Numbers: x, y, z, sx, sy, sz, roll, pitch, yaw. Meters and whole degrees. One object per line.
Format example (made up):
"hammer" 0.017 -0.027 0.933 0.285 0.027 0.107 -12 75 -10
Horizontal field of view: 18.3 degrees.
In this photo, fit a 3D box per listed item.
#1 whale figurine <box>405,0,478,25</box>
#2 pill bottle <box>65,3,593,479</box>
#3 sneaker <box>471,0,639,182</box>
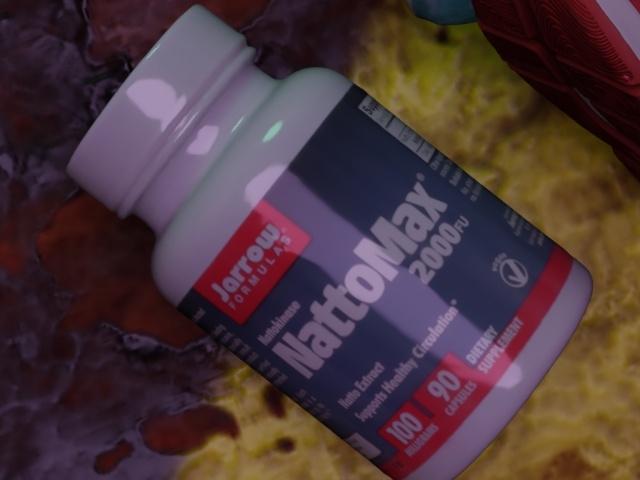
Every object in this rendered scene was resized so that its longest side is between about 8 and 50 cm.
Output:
"whale figurine" 0.136 -0.180 0.703 0.141 0.216 0.272 39 109 34
"pill bottle" 0.000 0.000 0.735 0.180 0.108 0.108 38 86 -2
"sneaker" 0.142 -0.089 0.714 0.087 0.221 0.128 32 85 37
